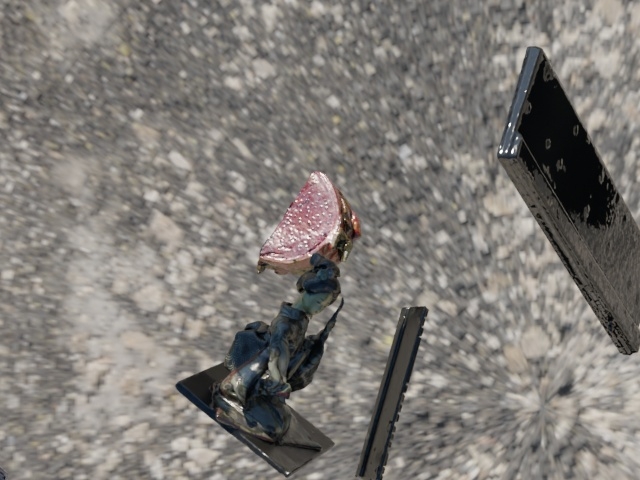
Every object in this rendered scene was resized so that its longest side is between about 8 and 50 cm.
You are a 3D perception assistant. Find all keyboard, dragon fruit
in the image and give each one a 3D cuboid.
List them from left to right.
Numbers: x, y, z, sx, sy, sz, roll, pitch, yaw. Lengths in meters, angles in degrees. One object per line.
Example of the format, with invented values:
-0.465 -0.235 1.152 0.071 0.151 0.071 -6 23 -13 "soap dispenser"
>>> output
0.000 0.000 1.862 0.096 0.102 0.147 33 95 13 "dragon fruit"
0.079 0.164 1.631 0.018 0.060 0.195 19 81 -17 "keyboard"
0.197 -0.017 1.131 0.018 0.310 0.101 2 62 30 "keyboard"

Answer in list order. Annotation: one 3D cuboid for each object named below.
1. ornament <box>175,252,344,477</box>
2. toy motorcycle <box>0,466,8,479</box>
-0.021 0.114 1.575 0.153 0.166 0.196 36 105 11 "ornament"
-0.336 0.231 1.114 0.331 0.125 0.196 -15 104 8 "toy motorcycle"
